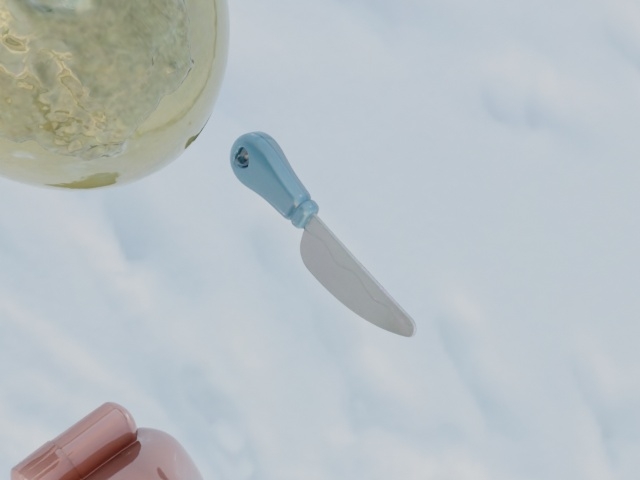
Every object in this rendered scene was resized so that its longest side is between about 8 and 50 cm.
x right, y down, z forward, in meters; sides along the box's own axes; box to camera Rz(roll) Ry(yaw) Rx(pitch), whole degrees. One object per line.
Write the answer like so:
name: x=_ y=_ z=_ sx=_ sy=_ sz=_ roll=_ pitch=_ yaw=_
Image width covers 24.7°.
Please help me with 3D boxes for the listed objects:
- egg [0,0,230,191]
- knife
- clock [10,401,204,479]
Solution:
egg: x=-0.121 y=-0.103 z=0.642 sx=0.201 sy=0.164 sz=0.164 roll=50 pitch=49 yaw=-50
knife: x=-0.001 y=0.001 z=1.290 sx=0.032 sy=0.058 sz=0.244 roll=-16 pitch=62 yaw=-51
clock: x=-0.115 y=0.275 z=1.182 sx=0.142 sy=0.241 sz=0.227 roll=-33 pitch=138 yaw=-20
